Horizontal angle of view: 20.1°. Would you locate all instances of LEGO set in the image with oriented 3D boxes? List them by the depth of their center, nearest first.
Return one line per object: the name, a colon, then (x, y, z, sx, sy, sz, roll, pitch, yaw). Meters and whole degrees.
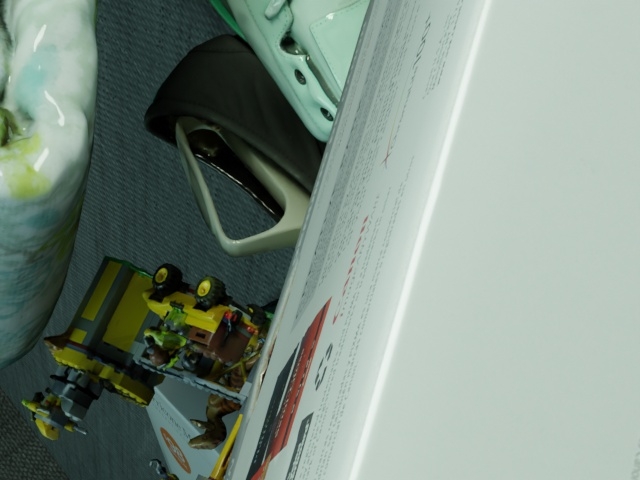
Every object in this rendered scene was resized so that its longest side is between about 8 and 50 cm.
LEGO set: (-0.026, 0.166, 1.022, 0.255, 0.192, 0.331, 17, 165, 38)

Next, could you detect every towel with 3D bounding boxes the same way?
towel: (-0.163, -0.147, 0.899, 0.320, 0.090, 0.374, 119, 150, -70)

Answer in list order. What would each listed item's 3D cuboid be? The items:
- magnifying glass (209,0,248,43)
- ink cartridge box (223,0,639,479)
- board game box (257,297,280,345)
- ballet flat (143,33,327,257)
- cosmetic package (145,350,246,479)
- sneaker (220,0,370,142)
magnifying glass: (-0.007, -0.101, 0.968, 0.231, 0.026, 0.092, 49, 161, 17)
ink cartridge box: (0.059, 0.027, 0.551, 0.130, 0.309, 0.272, 19, 163, -6)
board game box: (0.009, 0.092, 1.267, 0.126, 0.026, 0.186, 56, 162, -2)
ballet flat: (0.000, 0.000, 1.012, 0.280, 0.096, 0.095, 47, 159, 24)
cosmetic package: (0.008, 0.261, 1.464, 0.377, 0.097, 0.284, 41, 155, 37)
sneaker: (0.006, -0.129, 0.768, 0.151, 0.094, 0.256, 56, 173, 16)
